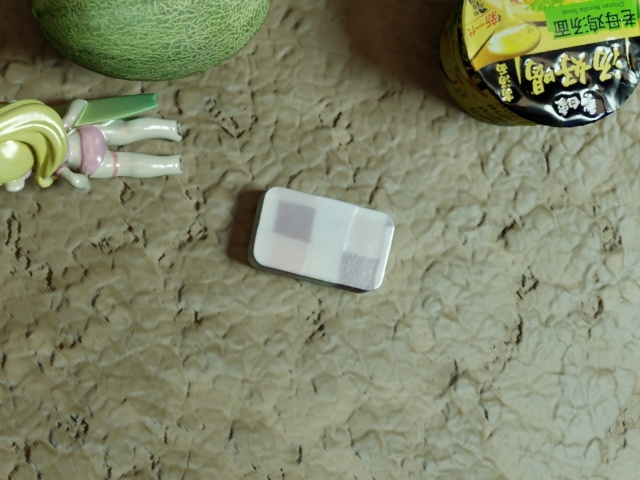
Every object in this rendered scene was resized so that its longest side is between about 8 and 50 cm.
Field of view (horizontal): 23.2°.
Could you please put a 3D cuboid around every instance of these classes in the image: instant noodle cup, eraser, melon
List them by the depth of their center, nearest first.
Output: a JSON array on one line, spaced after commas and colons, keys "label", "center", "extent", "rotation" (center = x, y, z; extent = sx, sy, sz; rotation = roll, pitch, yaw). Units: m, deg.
[{"label": "melon", "center": [-0.113, -0.186, 1.128], "extent": [0.192, 0.139, 0.139], "rotation": [-15, 88, -11]}, {"label": "eraser", "center": [0.000, 0.000, 1.197], "extent": [0.105, 0.026, 0.065], "rotation": [15, 78, -12]}, {"label": "instant noodle cup", "center": [0.160, -0.152, 1.204], "extent": [0.151, 0.122, 0.151], "rotation": [2, 83, -16]}]

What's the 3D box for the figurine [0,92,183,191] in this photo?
[{"label": "figurine", "center": [-0.186, -0.073, 1.136], "extent": [0.187, 0.083, 0.083], "rotation": [2, 84, -24]}]
